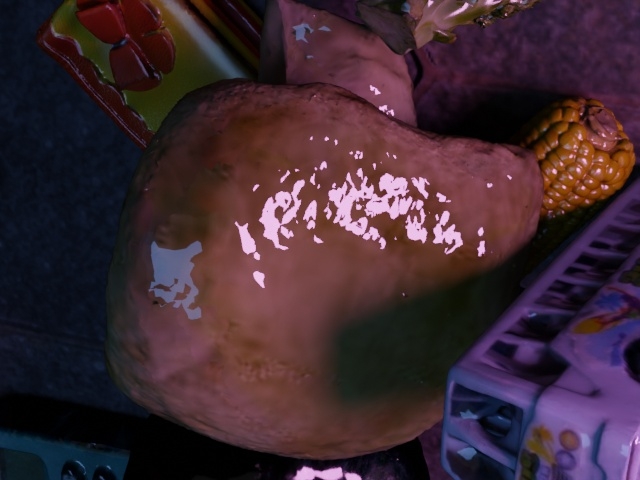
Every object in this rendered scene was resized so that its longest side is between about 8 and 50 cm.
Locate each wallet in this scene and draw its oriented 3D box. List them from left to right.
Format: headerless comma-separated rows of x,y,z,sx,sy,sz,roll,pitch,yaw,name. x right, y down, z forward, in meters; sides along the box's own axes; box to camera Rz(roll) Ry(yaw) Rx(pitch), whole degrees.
-0.086,-0.101,1.211,0.241,0.067,0.141,46,127,-6,wallet

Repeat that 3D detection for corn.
0.120,-0.009,1.162,0.080,0.080,0.231,42,125,-3,corn

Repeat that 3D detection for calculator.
-0.172,0.263,1.459,0.274,0.058,0.248,9,121,18,calculator

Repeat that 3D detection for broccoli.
0.075,-0.183,1.060,0.145,0.138,0.162,34,165,-2,broccoli

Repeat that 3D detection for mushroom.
0.005,0.008,1.071,0.217,0.212,0.292,24,91,22,mushroom

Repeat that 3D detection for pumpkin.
-0.034,0.190,1.270,0.233,0.163,0.233,-3,122,-5,pumpkin

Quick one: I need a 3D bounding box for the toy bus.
0.193,0.058,1.017,0.136,0.329,0.109,20,124,24,toy bus
